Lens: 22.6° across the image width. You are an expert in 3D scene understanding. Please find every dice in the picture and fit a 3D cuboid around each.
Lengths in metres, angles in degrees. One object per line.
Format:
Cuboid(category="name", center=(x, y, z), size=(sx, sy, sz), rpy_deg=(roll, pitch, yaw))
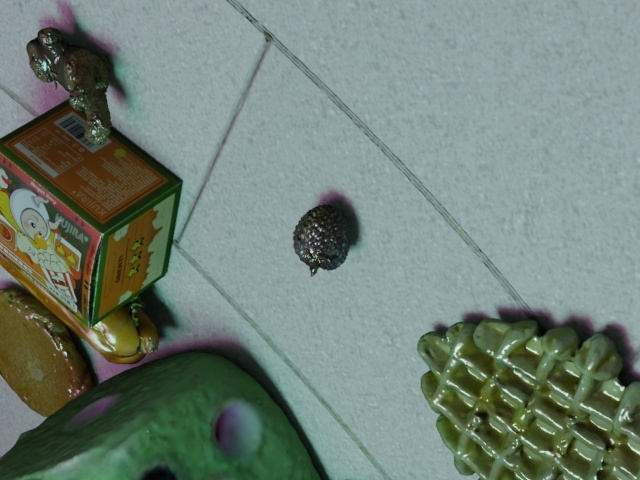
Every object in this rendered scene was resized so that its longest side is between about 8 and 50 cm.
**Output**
Cuboid(category="dice", center=(-0.207, 0.351, 2.025), size=(0.322, 0.318, 0.330), rpy_deg=(-13, 110, 51))

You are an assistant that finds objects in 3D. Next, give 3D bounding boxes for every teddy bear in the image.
Cuboid(category="teddy bear", center=(-0.285, -0.197, 1.878), size=(0.160, 0.078, 0.119), rpy_deg=(46, 168, 36))

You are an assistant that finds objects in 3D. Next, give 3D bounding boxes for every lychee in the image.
Cuboid(category="lychee", center=(0.000, 0.000, 1.733), size=(0.067, 0.068, 0.083), rpy_deg=(33, 114, 30))

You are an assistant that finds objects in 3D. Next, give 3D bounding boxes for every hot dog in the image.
Cuboid(category="hot dog", center=(-0.331, 0.043, 2.085), size=(0.337, 0.100, 0.135), rpy_deg=(39, 170, 16))

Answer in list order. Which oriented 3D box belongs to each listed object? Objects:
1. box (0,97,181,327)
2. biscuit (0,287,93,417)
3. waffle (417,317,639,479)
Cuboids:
Cuboid(category="box", center=(-0.296, -0.032, 1.953), size=(0.195, 0.148, 0.177), rpy_deg=(37, 139, 19))
Cuboid(category="biscuit", center=(-0.409, 0.167, 2.319), size=(0.226, 0.042, 0.226), rpy_deg=(26, 134, 31))
Cuboid(category="waffle", center=(0.237, 0.209, 1.663), size=(0.309, 0.056, 0.291), rpy_deg=(-6, 114, 47))
